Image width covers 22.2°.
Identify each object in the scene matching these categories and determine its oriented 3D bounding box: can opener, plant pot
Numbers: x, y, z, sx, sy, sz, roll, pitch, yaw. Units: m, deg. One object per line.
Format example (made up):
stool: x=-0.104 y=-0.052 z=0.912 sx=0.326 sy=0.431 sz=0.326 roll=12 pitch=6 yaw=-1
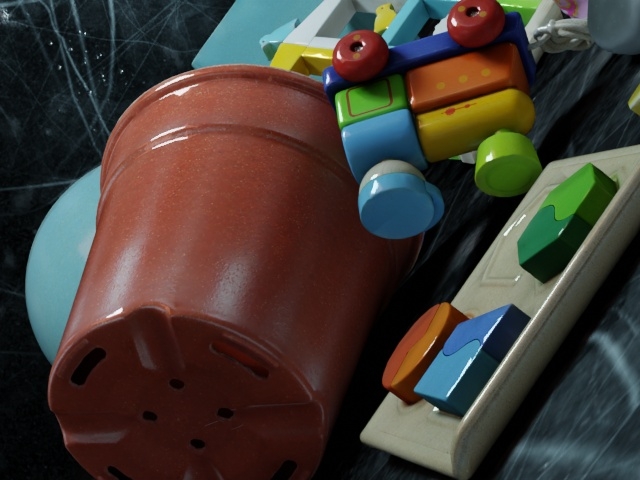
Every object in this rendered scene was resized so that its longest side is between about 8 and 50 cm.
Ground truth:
can opener: x=0.229 y=-0.166 z=1.013 sx=0.280 sy=0.074 sz=0.093 roll=-126 pitch=38 yaw=-86
plant pot: x=0.023 y=-0.177 z=1.756 sx=0.165 sy=0.234 sz=0.166 roll=-51 pitch=-15 yaw=21
plant pot: x=-0.141 y=0.065 z=1.648 sx=0.290 sy=0.290 sz=0.195 roll=-54 pitch=20 yaw=0
plant pot: x=-0.071 y=0.050 z=1.239 sx=0.272 sy=0.272 sz=0.265 roll=-50 pitch=15 yaw=36

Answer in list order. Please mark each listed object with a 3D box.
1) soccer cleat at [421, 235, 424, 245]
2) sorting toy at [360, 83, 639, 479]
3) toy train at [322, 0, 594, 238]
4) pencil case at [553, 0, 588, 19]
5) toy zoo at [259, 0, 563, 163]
soccer cleat: x=-0.036 y=0.053 z=1.464 sx=0.318 sy=0.116 sz=0.108 roll=-21 pitch=24 yaw=23
sorting toy: x=0.129 y=-0.008 z=0.914 sx=0.307 sy=0.041 sz=0.229 roll=-55 pitch=6 yaw=-9
toy train: x=0.132 y=-0.094 z=1.160 sx=0.248 sy=0.105 sz=0.143 roll=-15 pitch=51 yaw=10
pencil case: x=0.145 y=-0.291 z=1.266 sx=0.124 sy=0.284 sz=0.124 roll=-50 pitch=4 yaw=5
toy zoo: x=0.061 y=-0.168 z=1.555 sx=0.293 sy=0.030 sz=0.192 roll=11 pitch=54 yaw=35
